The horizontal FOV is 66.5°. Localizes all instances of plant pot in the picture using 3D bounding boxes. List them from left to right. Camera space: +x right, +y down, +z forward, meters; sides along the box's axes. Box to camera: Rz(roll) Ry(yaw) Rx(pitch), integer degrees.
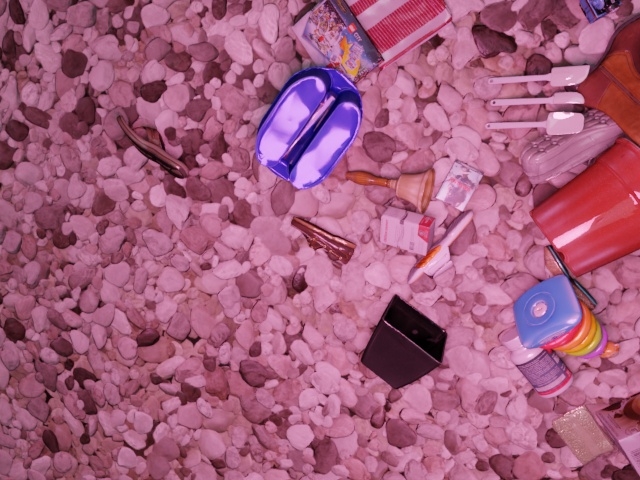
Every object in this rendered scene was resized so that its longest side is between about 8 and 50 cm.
[{"bbox_3d":[0.218,0.293,1.356,0.188,0.187,0.167,38,113,6],"label":"plant pot"},{"bbox_3d":[0.684,-0.062,1.190,0.265,0.272,0.272,-36,88,21],"label":"plant pot"}]

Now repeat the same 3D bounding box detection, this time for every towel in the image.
[{"bbox_3d":[0.178,-0.670,1.337,0.237,0.037,0.328,-32,89,14],"label":"towel"},{"bbox_3d":[0.722,0.537,1.346,0.110,0.027,0.148,-36,88,14],"label":"towel"}]

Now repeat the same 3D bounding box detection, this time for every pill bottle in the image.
[{"bbox_3d":[0.578,0.320,1.313,0.108,0.108,0.180,-39,87,13],"label":"pill bottle"}]

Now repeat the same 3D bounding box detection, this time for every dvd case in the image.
[{"bbox_3d":[0.385,-0.152,1.356,0.087,0.013,0.119,29,100,8],"label":"dvd case"}]

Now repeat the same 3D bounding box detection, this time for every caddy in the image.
[{"bbox_3d":[-0.033,-0.307,1.345,0.241,0.179,0.341,34,110,-12],"label":"caddy"}]

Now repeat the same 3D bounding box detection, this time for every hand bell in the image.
[{"bbox_3d":[0.185,-0.163,1.366,0.242,0.126,0.126,16,99,23],"label":"hand bell"}]

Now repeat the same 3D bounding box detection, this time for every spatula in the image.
[{"bbox_3d":[0.547,-0.355,1.255,0.242,0.019,0.168,7,99,33],"label":"spatula"}]

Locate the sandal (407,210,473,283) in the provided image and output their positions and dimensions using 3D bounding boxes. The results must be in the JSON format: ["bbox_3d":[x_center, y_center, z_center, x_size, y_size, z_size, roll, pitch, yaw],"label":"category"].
[{"bbox_3d":[0.344,0.036,1.338,0.076,0.102,0.265,41,101,0],"label":"sandal"}]

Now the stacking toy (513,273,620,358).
[{"bbox_3d":[0.664,0.240,1.260,0.302,0.165,0.175,30,129,-20],"label":"stacking toy"}]

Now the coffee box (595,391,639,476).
[{"bbox_3d":[0.890,0.451,1.232,0.297,0.168,0.118,-32,89,12],"label":"coffee box"}]

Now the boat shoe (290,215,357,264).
[{"bbox_3d":[0.000,0.000,1.420,0.207,0.073,0.073,28,98,8],"label":"boat shoe"}]

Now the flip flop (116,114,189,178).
[{"bbox_3d":[-0.502,-0.292,1.488,0.277,0.112,0.080,35,75,9],"label":"flip flop"}]

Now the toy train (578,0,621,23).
[{"bbox_3d":[0.670,-0.633,1.202,0.080,0.105,0.184,-30,89,10],"label":"toy train"}]

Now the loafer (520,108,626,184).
[{"bbox_3d":[0.671,-0.250,1.251,0.320,0.112,0.111,-25,127,8],"label":"loafer"}]

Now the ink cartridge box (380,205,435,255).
[{"bbox_3d":[0.238,-0.028,1.342,0.135,0.056,0.099,18,132,23],"label":"ink cartridge box"}]

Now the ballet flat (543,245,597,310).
[{"bbox_3d":[0.645,0.111,1.302,0.067,0.073,0.206,-40,83,27],"label":"ballet flat"}]

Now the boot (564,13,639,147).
[{"bbox_3d":[0.760,-0.381,1.132,0.264,0.096,0.280,-39,46,13],"label":"boot"}]

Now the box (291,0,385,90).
[{"bbox_3d":[0.048,-0.546,1.357,0.159,0.044,0.233,-33,88,24],"label":"box"}]
